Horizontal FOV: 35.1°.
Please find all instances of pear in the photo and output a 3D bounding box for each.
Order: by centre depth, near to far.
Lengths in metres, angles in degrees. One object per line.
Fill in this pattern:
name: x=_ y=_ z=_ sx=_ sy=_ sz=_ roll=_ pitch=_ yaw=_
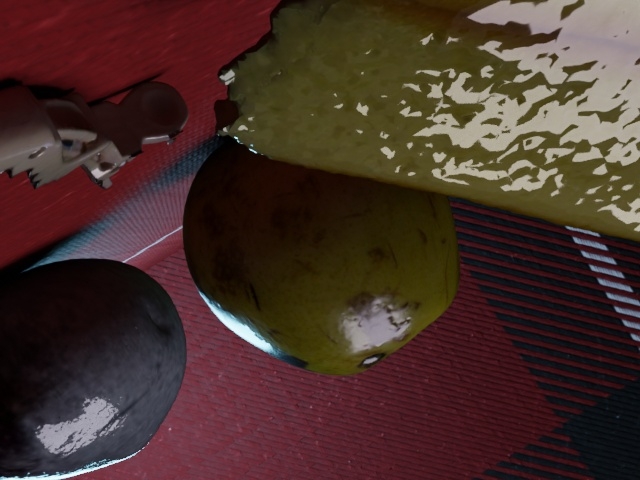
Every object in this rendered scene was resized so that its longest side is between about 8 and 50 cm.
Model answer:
pear: x=0.000 y=0.000 z=1.003 sx=0.283 sy=0.284 sz=0.283 roll=-31 pitch=-179 yaw=1

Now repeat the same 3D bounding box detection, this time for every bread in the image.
bread: x=0.131 y=-0.144 z=0.464 sx=0.361 sy=0.245 sz=0.233 roll=8 pitch=137 yaw=-27

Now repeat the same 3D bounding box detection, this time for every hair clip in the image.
hair clip: x=-0.114 y=-0.049 z=0.448 sx=0.072 sy=0.034 sz=0.226 roll=-35 pitch=179 yaw=8

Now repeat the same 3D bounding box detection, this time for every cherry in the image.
cherry: x=-0.263 y=0.133 z=1.036 sx=0.254 sy=0.218 sz=0.296 roll=-25 pitch=176 yaw=3
